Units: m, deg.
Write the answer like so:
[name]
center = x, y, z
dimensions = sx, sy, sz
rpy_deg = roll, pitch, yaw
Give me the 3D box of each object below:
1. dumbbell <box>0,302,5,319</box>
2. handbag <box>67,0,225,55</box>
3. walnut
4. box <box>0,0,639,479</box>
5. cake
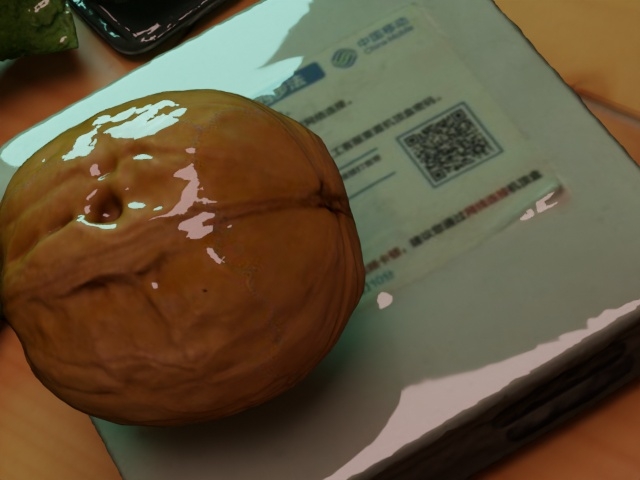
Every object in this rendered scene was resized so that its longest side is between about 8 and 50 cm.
[dumbbell]
center = -0.254, 0.079, 1.219
dimensions = 0.046, 0.052, 0.118
rpy_deg = -6, 52, 38
[handbag]
center = -0.135, -0.298, 1.428
dimensions = 0.247, 0.079, 0.260
rpy_deg = -38, 54, -14
[walnut]
center = -0.087, 0.012, 1.011
dimensions = 0.221, 0.195, 0.195
rpy_deg = -15, 54, 15
[box]
center = 0.001, 0.000, 1.175
dimensions = 0.396, 0.111, 0.396
rpy_deg = -29, 54, -7
[cake]
center = -0.308, -0.151, 1.343
dimensions = 0.235, 0.099, 0.100
rpy_deg = -31, 29, -7
